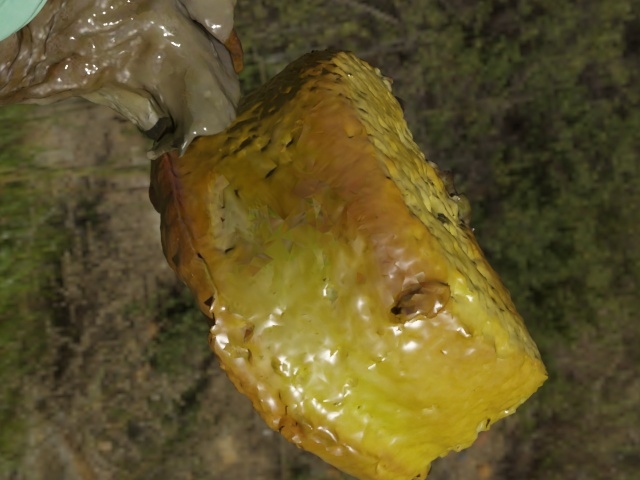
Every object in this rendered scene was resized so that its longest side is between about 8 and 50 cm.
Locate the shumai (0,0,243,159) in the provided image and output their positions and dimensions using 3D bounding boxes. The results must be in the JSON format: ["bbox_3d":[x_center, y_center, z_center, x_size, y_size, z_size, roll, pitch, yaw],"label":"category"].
[{"bbox_3d":[-0.121,-0.113,0.647,0.206,0.166,0.175,-50,121,-25],"label":"shumai"}]

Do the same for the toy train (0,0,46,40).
[{"bbox_3d":[-0.107,-0.146,0.312,0.203,0.163,0.112,27,34,-21],"label":"toy train"}]

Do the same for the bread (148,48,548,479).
[{"bbox_3d":[0.000,0.005,0.742,0.147,0.160,0.261,34,30,-64],"label":"bread"}]
